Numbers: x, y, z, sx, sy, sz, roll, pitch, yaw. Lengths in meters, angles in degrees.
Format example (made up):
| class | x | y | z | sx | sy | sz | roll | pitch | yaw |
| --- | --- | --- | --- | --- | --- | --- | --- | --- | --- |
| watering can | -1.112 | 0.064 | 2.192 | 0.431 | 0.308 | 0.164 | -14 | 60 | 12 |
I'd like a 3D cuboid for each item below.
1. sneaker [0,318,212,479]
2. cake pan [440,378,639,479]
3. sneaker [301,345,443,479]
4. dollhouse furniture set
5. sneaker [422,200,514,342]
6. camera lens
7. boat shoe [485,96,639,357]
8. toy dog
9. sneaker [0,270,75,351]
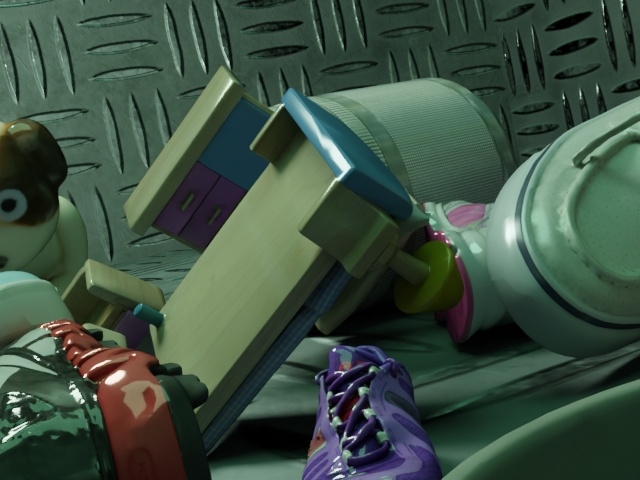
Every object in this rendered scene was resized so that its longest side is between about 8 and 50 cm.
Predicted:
| class | x | y | z | sx | sy | sz | roll | pitch | yaw |
| --- | --- | --- | --- | --- | --- | --- | --- | --- | --- |
| sneaker | -0.151 | 0.098 | 0.466 | 0.135 | 0.097 | 0.276 | -12 | 5 | -26 |
| cake pan | 0.160 | 0.074 | 0.207 | 0.293 | 0.054 | 0.293 | -12 | 4 | 1 |
| sneaker | 0.015 | 0.082 | 0.403 | 0.068 | 0.071 | 0.170 | -12 | 5 | 0 |
| dollhouse furniture set | -0.026 | 0.064 | 0.669 | 0.198 | 0.286 | 0.303 | 31 | 12 | -27 |
| sneaker | 0.145 | 0.019 | 0.778 | 0.111 | 0.102 | 0.252 | -8 | 10 | 1 |
| camera lens | 0.046 | -0.044 | 0.980 | 0.274 | 0.219 | 0.219 | -15 | 5 | -35 |
| boat shoe | 0.252 | -0.059 | 0.609 | 0.367 | 0.135 | 0.156 | -28 | -14 | -40 |
| toy dog | -0.452 | -0.040 | 1.336 | 0.285 | 0.395 | 0.408 | -4 | -7 | -16 |
| sneaker | -0.300 | 0.057 | 0.712 | 0.135 | 0.150 | 0.366 | -24 | -1 | -40 |
